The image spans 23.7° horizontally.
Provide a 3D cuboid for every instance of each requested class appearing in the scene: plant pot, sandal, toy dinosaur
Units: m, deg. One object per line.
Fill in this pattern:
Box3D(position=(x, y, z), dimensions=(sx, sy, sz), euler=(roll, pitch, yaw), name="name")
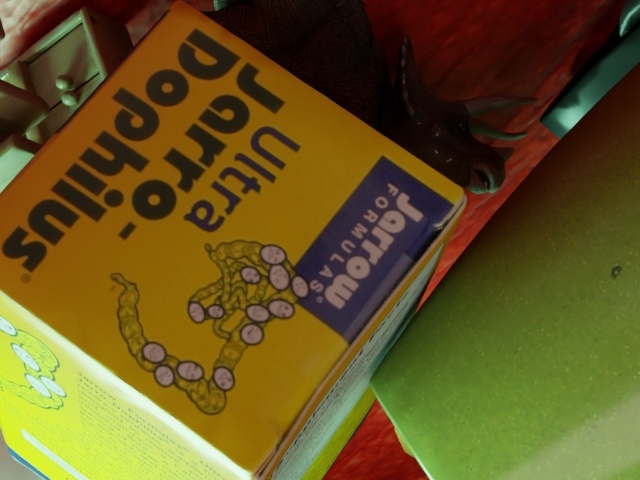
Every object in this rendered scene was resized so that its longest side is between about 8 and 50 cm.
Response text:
Box3D(position=(0.185, 0.053, 0.857), dimensions=(0.293, 0.275, 0.275), euler=(-35, 126, 0), name="plant pot")
Box3D(position=(0.215, -0.162, 0.947), dimensions=(0.054, 0.097, 0.254), euler=(41, 121, 0), name="sandal")
Box3D(position=(-0.021, -0.123, 0.956), dimensions=(0.313, 0.160, 0.121), euler=(47, 155, -20), name="toy dinosaur")

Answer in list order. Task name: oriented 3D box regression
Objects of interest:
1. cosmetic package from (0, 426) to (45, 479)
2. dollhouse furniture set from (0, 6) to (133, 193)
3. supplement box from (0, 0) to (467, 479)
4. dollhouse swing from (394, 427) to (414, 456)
Box3D(position=(-0.144, 0.204, 1.213), dimensions=(0.224, 0.138, 0.225), euler=(-16, 128, 11), name="cosmetic package")
Box3D(position=(-0.239, -0.087, 0.916), dimensions=(0.161, 0.212, 0.242), euler=(-33, 151, 22), name="dollhouse furniture set")
Box3D(position=(-0.071, 0.060, 0.917), dimensions=(0.195, 0.194, 0.356), euler=(34, 157, 8), name="supplement box")
Box3D(position=(0.285, 0.098, 1.188), dimensions=(0.347, 0.305, 0.315), euler=(30, 82, -24), name="dollhouse swing")
